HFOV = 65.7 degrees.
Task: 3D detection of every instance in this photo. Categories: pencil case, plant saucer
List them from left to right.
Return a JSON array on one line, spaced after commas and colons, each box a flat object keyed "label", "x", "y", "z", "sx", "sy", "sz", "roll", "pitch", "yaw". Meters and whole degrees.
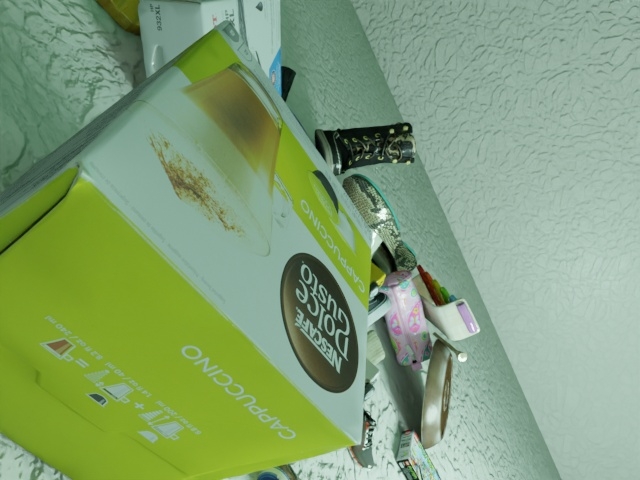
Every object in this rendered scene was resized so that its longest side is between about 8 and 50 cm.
[{"label": "pencil case", "x": 0.247, "y": 0.231, "z": 1.454, "sx": 0.124, "sy": 0.124, "sz": 0.284, "roll": -39, "pitch": 115, "yaw": -65}, {"label": "plant saucer", "x": 0.341, "y": 0.442, "z": 1.426, "sx": 0.310, "sy": 0.050, "sz": 0.311, "roll": 4, "pitch": 90, "yaw": -69}]

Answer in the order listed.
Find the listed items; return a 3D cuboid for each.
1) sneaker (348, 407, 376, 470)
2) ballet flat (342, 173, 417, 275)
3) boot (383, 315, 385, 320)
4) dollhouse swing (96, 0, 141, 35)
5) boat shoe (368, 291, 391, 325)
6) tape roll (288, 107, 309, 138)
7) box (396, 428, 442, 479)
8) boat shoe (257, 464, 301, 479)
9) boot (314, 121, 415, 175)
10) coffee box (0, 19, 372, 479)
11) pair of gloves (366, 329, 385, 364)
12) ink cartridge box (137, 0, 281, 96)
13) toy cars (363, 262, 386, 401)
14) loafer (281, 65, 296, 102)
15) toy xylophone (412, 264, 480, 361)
[{"label": "sneaker", "x": 0.093, "y": 0.417, "z": 1.078, "sx": 0.061, "sy": 0.065, "sz": 0.158, "roll": 8, "pitch": 61, "yaw": -62}, {"label": "ballet flat", "x": 0.161, "y": 0.013, "z": 1.459, "sx": 0.182, "sy": 0.164, "sz": 0.483, "roll": -57, "pitch": 143, "yaw": -14}, {"label": "boot", "x": 0.254, "y": 0.223, "z": 1.562, "sx": 0.042, "sy": 0.087, "sz": 0.118, "roll": 66, "pitch": 24, "yaw": -1}, {"label": "dollhouse swing", "x": -0.306, "y": -0.631, "z": 0.933, "sx": 0.347, "sy": 0.305, "sz": 0.315, "roll": 48, "pitch": 29, "yaw": -37}, {"label": "boat shoe", "x": 0.093, "y": 0.165, "z": 1.276, "sx": 0.301, "sy": 0.108, "sz": 0.102, "roll": -21, "pitch": 89, "yaw": -59}, {"label": "tape roll", "x": -0.108, "y": -0.220, "z": 1.225, "sx": 0.275, "sy": 0.090, "sz": 0.275, "roll": 46, "pitch": 30, "yaw": -37}, {"label": "box", "x": 0.265, "y": 0.612, "z": 1.289, "sx": 0.207, "sy": 0.036, "sz": 0.114, "roll": 61, "pitch": 24, "yaw": -10}, {"label": "boat shoe", "x": -0.032, "y": 0.434, "z": 0.806, "sx": 0.183, "sy": 0.066, "sz": 0.066, "roll": 63, "pitch": 23, "yaw": -5}, {"label": "boot", "x": 0.130, "y": -0.264, "z": 1.430, "sx": 0.377, "sy": 0.284, "sz": 0.138, "roll": -81, "pitch": 165, "yaw": -78}, {"label": "coffee box", "x": -0.169, "y": 0.035, "z": 0.556, "sx": 0.338, "sy": 0.338, "sz": 0.334, "roll": 52, "pitch": 28, "yaw": -27}, {"label": "pair of gloves", "x": 0.024, "y": 0.213, "z": 1.086, "sx": 0.204, "sy": 0.042, "sz": 0.240, "roll": -34, "pitch": 93, "yaw": -40}, {"label": "ink cartridge box", "x": -0.195, "y": -0.363, "z": 0.971, "sx": 0.307, "sy": 0.129, "sz": 0.223, "roll": -53, "pitch": 151, "yaw": -55}, {"label": "toy cars", "x": 0.036, "y": 0.210, "z": 0.990, "sx": 0.087, "sy": 0.176, "sz": 0.394, "roll": 74, "pitch": 20, "yaw": -55}, {"label": "loafer", "x": -0.129, "y": -0.427, "z": 1.410, "sx": 0.078, "sy": 0.076, "sz": 0.223, "roll": 20, "pitch": 46, "yaw": -9}, {"label": "toy xylophone", "x": 0.366, "y": 0.217, "z": 1.495, "sx": 0.236, "sy": 0.081, "sz": 0.323, "roll": 61, "pitch": -3, "yaw": -22}]
